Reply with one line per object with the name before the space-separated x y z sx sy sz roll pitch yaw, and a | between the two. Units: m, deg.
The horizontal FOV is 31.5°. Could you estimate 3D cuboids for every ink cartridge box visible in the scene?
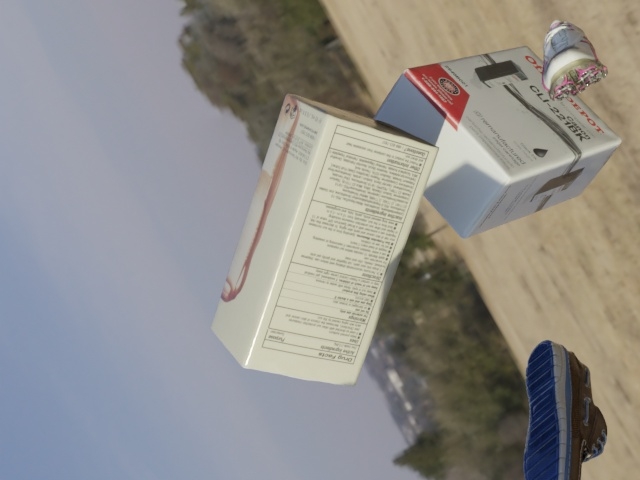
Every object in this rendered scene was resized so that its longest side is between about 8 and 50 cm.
ink cartridge box | 0.228 -0.134 1.458 0.273 0.114 0.197 -18 -120 -45

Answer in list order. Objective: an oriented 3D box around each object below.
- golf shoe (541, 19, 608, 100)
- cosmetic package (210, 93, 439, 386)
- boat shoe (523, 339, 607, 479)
golf shoe | 0.273 -0.205 1.275 0.086 0.067 0.186 60 -162 1
cosmetic package | 0.000 0.000 1.296 0.153 0.296 0.129 15 -169 -28
boat shoe | 0.239 0.179 1.082 0.066 0.066 0.183 21 -129 -15
